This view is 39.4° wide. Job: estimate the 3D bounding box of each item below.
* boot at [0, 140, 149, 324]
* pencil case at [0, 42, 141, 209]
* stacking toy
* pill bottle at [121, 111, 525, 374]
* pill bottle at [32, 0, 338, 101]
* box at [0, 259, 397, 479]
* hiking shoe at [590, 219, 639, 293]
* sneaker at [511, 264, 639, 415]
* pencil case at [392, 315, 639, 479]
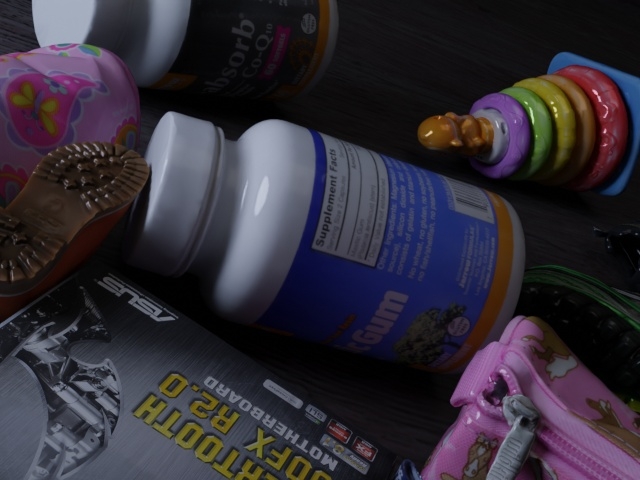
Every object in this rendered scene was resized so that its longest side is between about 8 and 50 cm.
[{"bbox_3d":[-0.169,-0.002,0.573,0.059,0.085,0.158,30,44,6],"label":"boot"},{"bbox_3d":[-0.236,-0.057,0.591,0.124,0.124,0.284,33,29,8],"label":"pencil case"},{"bbox_3d":[0.243,-0.133,1.102,0.301,0.166,0.175,-9,30,-32],"label":"stacking toy"},{"bbox_3d":[0.000,0.000,0.662,0.272,0.152,0.152,16,32,-20],"label":"pill bottle"},{"bbox_3d":[-0.130,-0.228,0.897,0.278,0.162,0.162,-2,42,-41],"label":"pill bottle"},{"bbox_3d":[-0.089,0.123,0.491,0.231,0.056,0.183,32,29,7],"label":"box"},{"bbox_3d":[0.402,0.057,1.006,0.114,0.086,0.227,-7,37,-26],"label":"hiking shoe"},{"bbox_3d":[0.306,0.118,0.757,0.343,0.134,0.146,33,29,9],"label":"sneaker"},{"bbox_3d":[0.229,0.201,0.482,0.386,0.160,0.167,34,26,27],"label":"pencil case"}]
